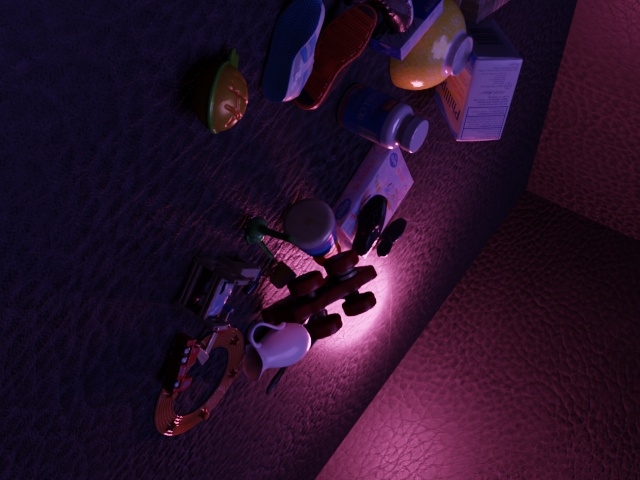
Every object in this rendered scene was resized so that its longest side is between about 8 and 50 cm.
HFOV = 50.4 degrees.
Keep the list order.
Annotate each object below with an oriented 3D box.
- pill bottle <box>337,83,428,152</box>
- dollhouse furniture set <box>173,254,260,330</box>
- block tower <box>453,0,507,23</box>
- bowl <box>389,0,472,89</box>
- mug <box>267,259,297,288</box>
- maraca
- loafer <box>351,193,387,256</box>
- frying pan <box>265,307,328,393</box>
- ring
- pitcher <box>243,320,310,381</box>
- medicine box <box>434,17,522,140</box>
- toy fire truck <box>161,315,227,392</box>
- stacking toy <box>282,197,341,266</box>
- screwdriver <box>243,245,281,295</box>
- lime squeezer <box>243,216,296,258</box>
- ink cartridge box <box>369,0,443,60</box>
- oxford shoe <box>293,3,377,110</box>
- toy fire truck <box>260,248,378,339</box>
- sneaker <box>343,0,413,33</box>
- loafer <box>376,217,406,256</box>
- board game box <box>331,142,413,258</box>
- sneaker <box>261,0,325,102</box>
[{"bbox_3d":[0.164,-0.313,1.765,0.124,0.222,0.124,-45,152,-33],"label":"pill bottle"},{"bbox_3d":[-0.220,0.120,1.598,0.184,0.129,0.129,4,113,-64],"label":"dollhouse furniture set"},{"bbox_3d":[0.527,-0.781,2.133,0.335,0.097,0.091,-40,148,-37],"label":"block tower"},{"bbox_3d":[0.338,-0.549,1.936,0.289,0.156,0.289,-46,153,-32],"label":"bowl"},{"bbox_3d":[-0.114,0.095,1.892,0.064,0.078,0.062,-47,-173,-10],"label":"mug"},{"bbox_3d":[-0.181,-0.280,1.275,0.127,0.099,0.185,99,4,-49],"label":"maraca"},{"bbox_3d":[0.155,-0.051,2.071,0.078,0.076,0.223,-37,152,-49],"label":"loafer"},{"bbox_3d":[-0.075,0.356,2.254,0.326,0.053,0.197,-59,157,1],"label":"frying pan"},{"bbox_3d":[-0.314,0.385,1.831,0.336,0.032,0.336,-45,152,-33],"label":"ring"},{"bbox_3d":[-0.131,0.299,2.013,0.207,0.125,0.177,-21,120,-40],"label":"pitcher"},{"bbox_3d":[0.481,-0.501,2.116,0.149,0.263,0.289,-3,134,-9],"label":"medicine box"},{"bbox_3d":[-0.310,0.275,1.672,0.135,0.047,0.192,7,102,-58],"label":"toy fire truck"},{"bbox_3d":[0.000,0.000,1.915,0.141,0.141,0.330,-57,160,-9],"label":"stacking toy"},{"bbox_3d":[-0.156,0.077,1.828,0.170,0.025,0.024,-59,157,-26],"label":"screwdriver"},{"bbox_3d":[-0.135,-0.013,1.668,0.310,0.110,0.058,146,-37,-73],"label":"lime squeezer"},{"bbox_3d":[0.225,-0.564,1.764,0.207,0.097,0.046,-52,155,-21],"label":"ink cartridge box"},{"bbox_3d":[0.031,-0.417,1.553,0.271,0.097,0.098,-50,177,8],"label":"oxford shoe"},{"bbox_3d":[0.000,0.149,1.919,0.302,0.254,0.169,-29,101,-28],"label":"toy fire truck"},{"bbox_3d":[0.119,-0.565,1.571,0.162,0.106,0.281,-46,144,-16],"label":"sneaker"},{"bbox_3d":[0.257,-0.011,2.516,0.170,0.062,0.061,-52,177,-11],"label":"loafer"},{"bbox_3d":[0.166,-0.132,2.168,0.318,0.066,0.318,-57,156,-7],"label":"board game box"},{"bbox_3d":[-0.051,-0.402,1.423,0.092,0.087,0.228,-30,150,-61],"label":"sneaker"}]
